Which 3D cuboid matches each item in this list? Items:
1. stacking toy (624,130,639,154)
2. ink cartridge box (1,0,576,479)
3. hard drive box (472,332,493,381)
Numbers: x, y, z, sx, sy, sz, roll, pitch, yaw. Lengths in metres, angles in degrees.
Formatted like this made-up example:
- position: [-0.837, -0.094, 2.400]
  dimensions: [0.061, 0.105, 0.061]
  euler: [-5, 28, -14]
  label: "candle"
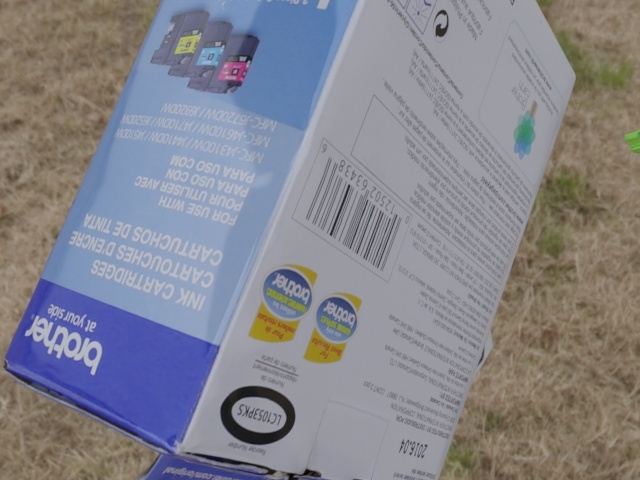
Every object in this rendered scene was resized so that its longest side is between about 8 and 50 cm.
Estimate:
- position: [0.469, -0.085, 0.849]
  dimensions: [0.167, 0.221, 0.052]
  euler: [-14, 62, 49]
  label: "stacking toy"
- position: [0.000, 0.000, 0.479]
  dimensions: [0.151, 0.270, 0.395]
  euler: [12, 77, 37]
  label: "ink cartridge box"
- position: [0.185, 0.152, 1.218]
  dimensions: [0.089, 0.232, 0.181]
  euler: [17, 54, 33]
  label: "hard drive box"
